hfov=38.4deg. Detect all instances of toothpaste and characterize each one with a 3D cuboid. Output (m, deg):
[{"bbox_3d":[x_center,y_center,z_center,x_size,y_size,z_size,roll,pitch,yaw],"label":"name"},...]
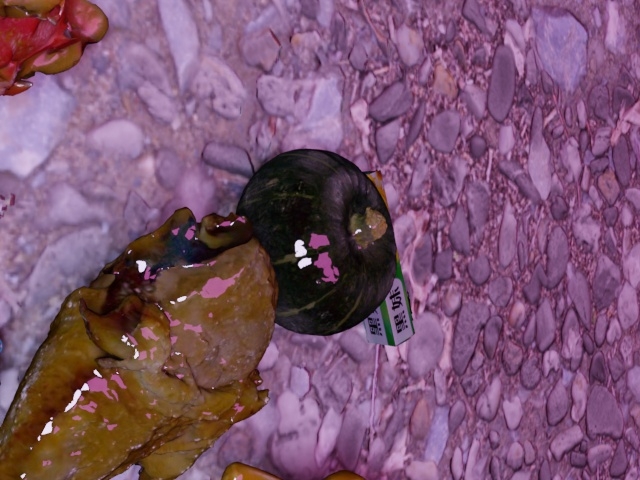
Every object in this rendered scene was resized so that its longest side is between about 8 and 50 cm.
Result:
[{"bbox_3d":[0.054,0.018,0.926,0.037,0.043,0.179,-25,109,-41],"label":"toothpaste"}]

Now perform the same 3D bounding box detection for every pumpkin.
[{"bbox_3d":[-0.003,0.001,0.812,0.167,0.125,0.167,2,86,-35],"label":"pumpkin"}]

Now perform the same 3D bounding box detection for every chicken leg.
[{"bbox_3d":[-0.161,0.138,0.658,0.361,0.140,0.211,-53,150,-14],"label":"chicken leg"}]

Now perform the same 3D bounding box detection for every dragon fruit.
[{"bbox_3d":[-0.217,-0.158,0.600,0.207,0.133,0.150,3,115,-61],"label":"dragon fruit"}]

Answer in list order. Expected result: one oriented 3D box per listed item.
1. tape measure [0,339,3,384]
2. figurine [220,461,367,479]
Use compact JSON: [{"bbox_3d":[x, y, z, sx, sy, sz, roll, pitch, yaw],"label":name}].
[{"bbox_3d":[-0.270,0.075,0.577,0.146,0.081,0.125,55,45,-34],"label":"tape measure"},{"bbox_3d":[0.012,0.374,0.692,0.401,0.268,0.387,71,2,-64],"label":"figurine"}]
